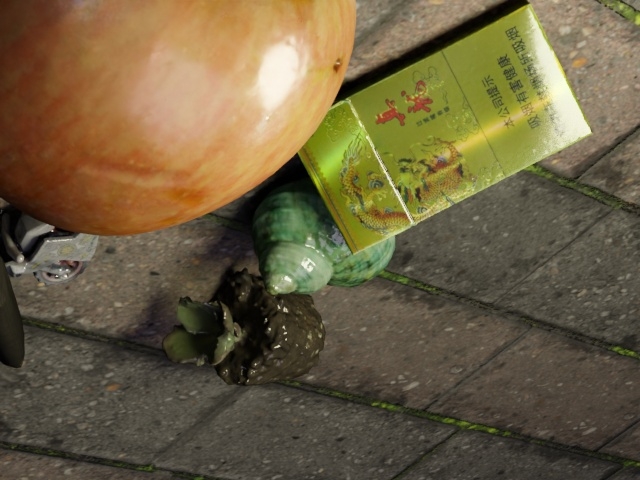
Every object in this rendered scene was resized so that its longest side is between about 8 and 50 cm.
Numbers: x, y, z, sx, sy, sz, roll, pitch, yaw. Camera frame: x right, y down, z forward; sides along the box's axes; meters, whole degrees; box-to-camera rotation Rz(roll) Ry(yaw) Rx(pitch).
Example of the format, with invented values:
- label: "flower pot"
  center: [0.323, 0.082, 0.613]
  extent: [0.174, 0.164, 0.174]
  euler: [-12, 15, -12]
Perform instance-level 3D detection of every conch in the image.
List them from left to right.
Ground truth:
- label: "conch"
  center: [0.004, 0.000, 2.095]
  extent: [0.188, 0.122, 0.176]
  euler: [-19, 133, -14]

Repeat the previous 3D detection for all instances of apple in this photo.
- label: "apple"
  center: [-0.181, -0.190, 1.468]
  extent: [0.391, 0.391, 0.346]
  euler: [16, 130, -45]

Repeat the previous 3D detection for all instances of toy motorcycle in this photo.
- label: "toy motorcycle"
  center: [-0.298, -0.030, 1.916]
  extent: [0.122, 0.080, 0.215]
  euler: [-5, 139, -30]

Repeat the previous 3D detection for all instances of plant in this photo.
- label: "plant"
  center: [-0.095, 0.114, 2.197]
  extent: [0.142, 0.131, 0.203]
  euler: [-39, 154, 26]

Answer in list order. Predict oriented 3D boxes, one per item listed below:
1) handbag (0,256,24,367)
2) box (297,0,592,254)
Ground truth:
- label: "handbag"
  center: [-0.450, 0.083, 1.937]
  extent: [0.223, 0.080, 0.247]
  euler: [-3, 158, -4]
- label: "box"
  center: [0.135, -0.128, 1.975]
  extent: [0.311, 0.043, 0.173]
  euler: [-26, 105, 6]
